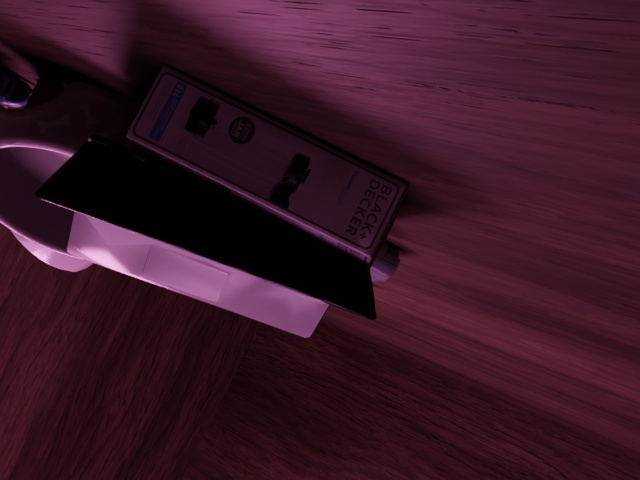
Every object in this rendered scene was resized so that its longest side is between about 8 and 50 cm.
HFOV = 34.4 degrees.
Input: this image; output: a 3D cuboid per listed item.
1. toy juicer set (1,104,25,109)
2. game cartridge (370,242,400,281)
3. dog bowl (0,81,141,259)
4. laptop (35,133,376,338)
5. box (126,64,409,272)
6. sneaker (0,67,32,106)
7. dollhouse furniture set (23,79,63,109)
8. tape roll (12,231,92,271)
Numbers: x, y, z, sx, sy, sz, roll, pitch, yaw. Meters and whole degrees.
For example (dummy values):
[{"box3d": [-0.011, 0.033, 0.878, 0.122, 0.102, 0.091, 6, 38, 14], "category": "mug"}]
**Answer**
[{"box3d": [-0.527, -0.212, 1.928, 0.329, 0.089, 0.209, 36, 159, -10], "category": "toy juicer set"}, {"box3d": [0.000, 0.000, 1.609, 0.196, 0.060, 0.294, 31, 173, -7], "category": "game cartridge"}, {"box3d": [-0.352, -0.086, 1.504, 0.349, 0.102, 0.349, 11, 148, 7], "category": "dog bowl"}, {"box3d": [-0.154, 0.045, 1.302, 0.382, 0.236, 0.408, 21, 141, -6], "category": "laptop"}, {"box3d": [-0.054, -0.072, 1.142, 0.290, 0.087, 0.169, 26, 173, 3], "category": "box"}, {"box3d": [-0.536, -0.263, 1.679, 0.144, 0.053, 0.059, 28, 171, -16], "category": "sneaker"}, {"box3d": [-0.437, -0.156, 1.679, 0.144, 0.123, 0.151, 30, 161, -23], "category": "dollhouse furniture set"}, {"box3d": [-0.529, -0.082, 2.126, 0.286, 0.100, 0.286, 43, -153, -29], "category": "tape roll"}]
